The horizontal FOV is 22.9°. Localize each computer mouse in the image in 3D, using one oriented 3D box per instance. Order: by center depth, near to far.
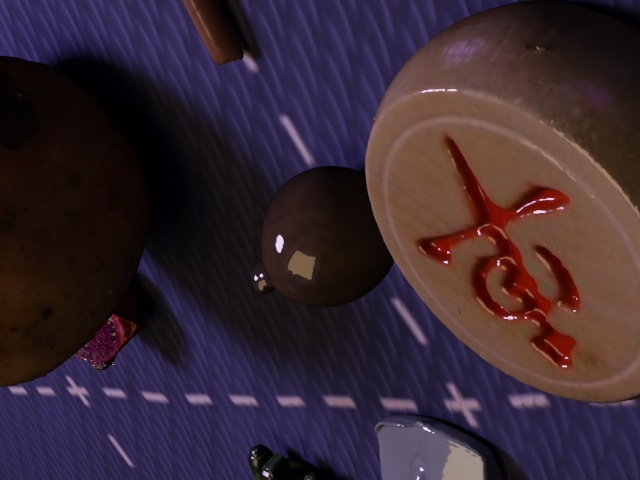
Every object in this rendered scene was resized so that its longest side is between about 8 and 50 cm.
[{"bbox_3d":[0.109,0.247,1.317,0.128,0.079,0.231,7,128,47],"label":"computer mouse"}]

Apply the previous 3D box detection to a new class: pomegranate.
[{"bbox_3d":[-0.278,-0.012,1.326,0.281,0.281,0.281,33,148,24],"label":"pomegranate"}]

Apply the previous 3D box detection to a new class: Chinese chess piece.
[{"bbox_3d":[0.140,-0.018,0.927,0.251,0.097,0.251,33,147,25],"label":"Chinese chess piece"}]

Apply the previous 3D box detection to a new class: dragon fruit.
[{"bbox_3d":[-0.219,0.064,1.547,0.112,0.068,0.126,27,134,14],"label":"dragon fruit"}]

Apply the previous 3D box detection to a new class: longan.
[{"bbox_3d":[0.000,0.000,1.126,0.119,0.106,0.106,-30,102,27],"label":"longan"}]

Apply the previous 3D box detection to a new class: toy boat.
[{"bbox_3d":[-0.012,0.280,1.537,0.104,0.052,0.210,19,139,38],"label":"toy boat"}]

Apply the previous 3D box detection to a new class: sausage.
[{"bbox_3d":[-0.086,-0.175,1.116,0.026,0.026,0.116,10,134,48],"label":"sausage"}]
